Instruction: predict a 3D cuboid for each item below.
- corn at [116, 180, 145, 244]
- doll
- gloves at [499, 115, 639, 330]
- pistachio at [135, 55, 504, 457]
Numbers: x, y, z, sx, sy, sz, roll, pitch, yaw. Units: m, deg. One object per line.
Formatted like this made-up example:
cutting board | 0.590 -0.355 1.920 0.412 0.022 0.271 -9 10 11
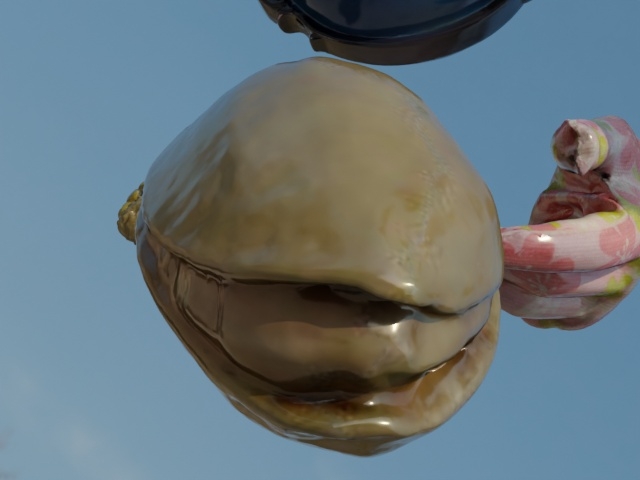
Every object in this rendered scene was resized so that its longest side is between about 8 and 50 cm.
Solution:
corn | -0.090 -0.017 1.408 0.097 0.097 0.262 43 14 11
doll | 0.072 -0.299 1.545 0.284 0.310 0.240 -6 -23 7
gloves | 0.159 -0.005 1.110 0.145 0.241 0.126 -35 -89 28
pistachio | 0.000 0.000 0.863 0.293 0.181 0.162 -110 -156 -59
